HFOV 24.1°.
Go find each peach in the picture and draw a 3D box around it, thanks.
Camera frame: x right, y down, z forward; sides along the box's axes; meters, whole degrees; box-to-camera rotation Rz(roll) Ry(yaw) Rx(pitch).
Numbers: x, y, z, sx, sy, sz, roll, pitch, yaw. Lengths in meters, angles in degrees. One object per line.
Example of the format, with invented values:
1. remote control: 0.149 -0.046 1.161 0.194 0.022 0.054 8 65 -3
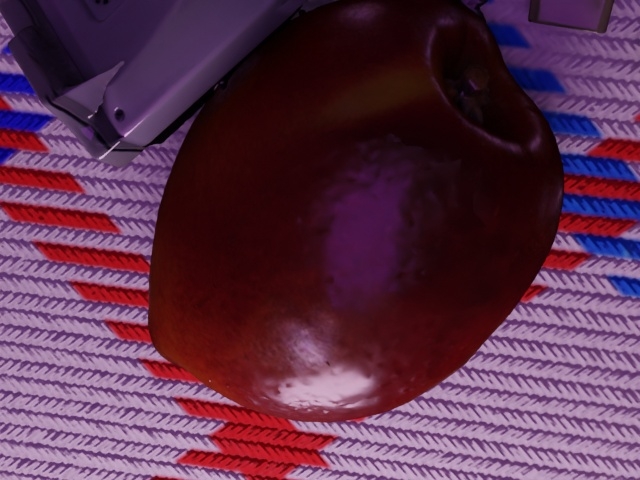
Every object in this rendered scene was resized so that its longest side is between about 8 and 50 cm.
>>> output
1. peach: 0.000 0.000 1.025 0.361 0.201 0.258 -39 99 20

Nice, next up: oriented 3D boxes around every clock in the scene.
1. clock: -0.140 -0.199 0.998 0.186 0.083 0.253 -40 71 19

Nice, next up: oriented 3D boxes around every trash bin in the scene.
1. trash bin: 0.176 -0.191 1.012 0.060 0.043 0.092 10 112 7
